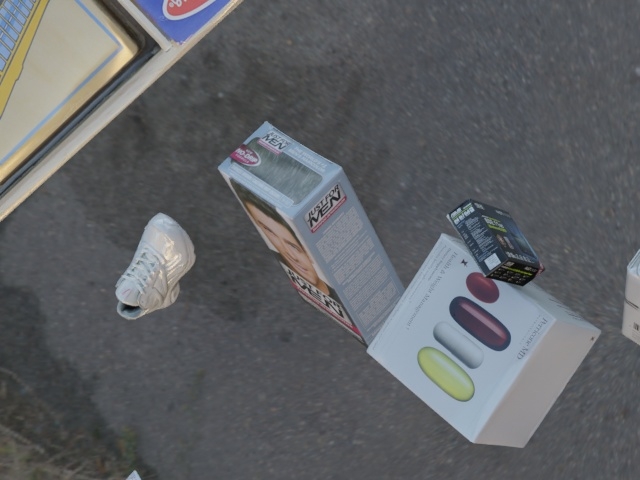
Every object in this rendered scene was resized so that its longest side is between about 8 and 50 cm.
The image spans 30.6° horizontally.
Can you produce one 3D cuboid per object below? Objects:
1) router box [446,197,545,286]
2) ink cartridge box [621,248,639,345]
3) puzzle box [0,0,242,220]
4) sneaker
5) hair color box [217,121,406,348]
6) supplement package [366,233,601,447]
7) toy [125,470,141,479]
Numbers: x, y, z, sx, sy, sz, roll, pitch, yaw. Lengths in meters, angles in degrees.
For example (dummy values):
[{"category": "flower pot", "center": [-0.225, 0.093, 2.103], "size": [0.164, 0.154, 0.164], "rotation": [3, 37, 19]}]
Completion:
[{"category": "router box", "center": [0.212, 0.003, 1.407], "size": [0.038, 0.122, 0.092], "rotation": [-40, 65, 21]}, {"category": "ink cartridge box", "center": [0.433, 0.077, 1.238], "size": [0.197, 0.273, 0.114], "rotation": [34, 83, 20]}, {"category": "puzzle box", "center": [-0.226, -0.136, 0.602], "size": [0.409, 0.052, 0.272], "rotation": [-36, 106, 31]}, {"category": "sneaker", "center": [-0.274, 0.055, 1.875], "size": [0.090, 0.115, 0.232], "rotation": [37, 139, 16]}, {"category": "hair color box", "center": [0.000, 0.000, 1.854], "size": [0.113, 0.374, 0.185], "rotation": [-45, 49, -14]}, {"category": "supplement package", "center": [0.212, 0.133, 1.535], "size": [0.203, 0.149, 0.194], "rotation": [38, 103, 35]}, {"category": "toy", "center": [-0.294, 0.439, 1.599], "size": [0.137, 0.056, 0.237], "rotation": [54, 124, 19]}]
